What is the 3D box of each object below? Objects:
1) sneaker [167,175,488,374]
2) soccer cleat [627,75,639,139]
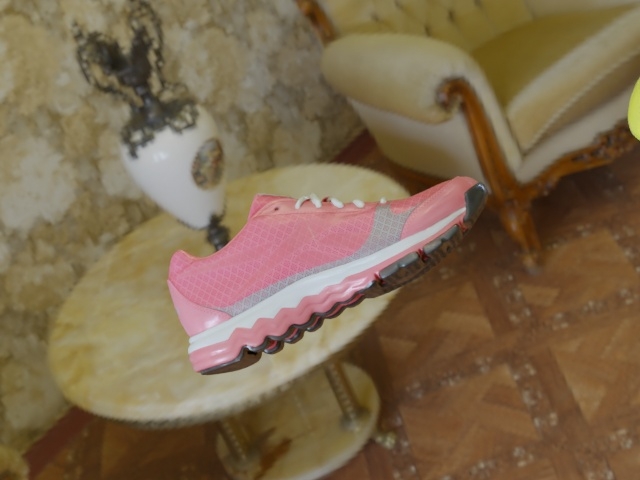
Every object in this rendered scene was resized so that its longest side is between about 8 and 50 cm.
[{"bbox_3d":[0.000,0.000,1.038,0.314,0.136,0.116,-28,-10,0],"label":"sneaker"},{"bbox_3d":[0.400,-0.229,1.150,0.289,0.121,0.093,-51,50,4],"label":"soccer cleat"}]
